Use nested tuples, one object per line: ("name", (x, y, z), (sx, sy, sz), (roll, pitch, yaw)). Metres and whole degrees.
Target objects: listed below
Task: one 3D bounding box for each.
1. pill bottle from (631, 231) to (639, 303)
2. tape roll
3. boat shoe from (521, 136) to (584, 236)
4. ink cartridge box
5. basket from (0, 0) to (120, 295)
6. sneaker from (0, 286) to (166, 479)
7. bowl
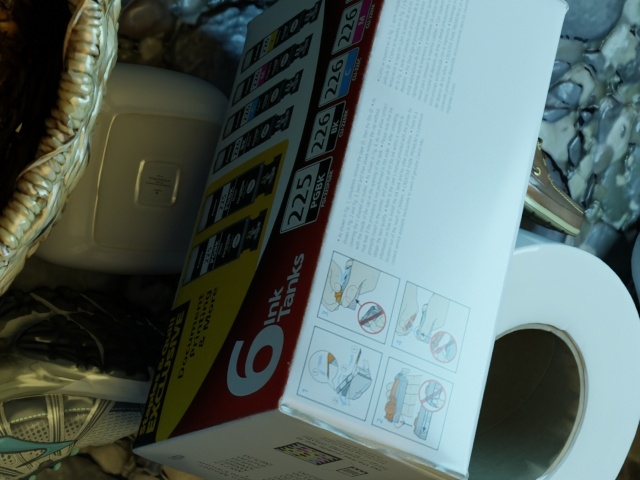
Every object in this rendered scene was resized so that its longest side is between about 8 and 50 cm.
("pill bottle", (0.421, 0.148, 1.544), (0.229, 0.229, 0.407), (-36, 121, -22))
("tape roll", (0.091, 0.100, 1.328), (0.246, 0.169, 0.246), (-11, 109, -33))
("boat shoe", (0.146, -0.059, 1.388), (0.178, 0.064, 0.060), (33, 85, -35))
("ink cartridge box", (0.000, 0.000, 1.142), (0.130, 0.272, 0.309), (23, 67, -23))
("basket", (-0.241, -0.069, 0.958), (0.213, 0.223, 0.299), (30, 83, 4))
("sneaker", (-0.203, 0.105, 1.177), (0.283, 0.110, 0.122), (2, 120, -34))
("bowl", (-0.118, -0.042, 1.208), (0.142, 0.053, 0.142), (5, 101, -38))
